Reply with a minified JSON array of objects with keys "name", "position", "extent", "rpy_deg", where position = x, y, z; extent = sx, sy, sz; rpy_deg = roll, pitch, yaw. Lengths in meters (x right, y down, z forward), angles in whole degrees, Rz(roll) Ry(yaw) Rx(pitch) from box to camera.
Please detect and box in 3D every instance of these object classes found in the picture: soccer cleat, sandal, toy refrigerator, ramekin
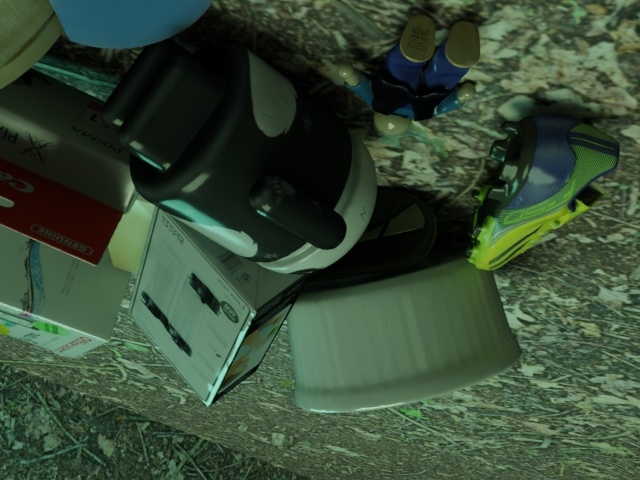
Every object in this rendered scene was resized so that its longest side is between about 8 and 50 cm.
[{"name":"soccer cleat","position":[0.216,-0.033,1.029],"extent":[0.121,0.093,0.289],"rpy_deg":[7,159,0]},{"name":"sandal","position":[0.001,0.001,1.230],"extent":[0.303,0.120,0.086],"rpy_deg":[3,170,27]},{"name":"toy refrigerator","position":[-0.216,-0.046,1.260],"extent":[0.094,0.102,0.269],"rpy_deg":[15,159,0]},{"name":"ramekin","position":[0.089,0.099,1.224],"extent":[0.277,0.135,0.277],"rpy_deg":[-13,-176,1]}]

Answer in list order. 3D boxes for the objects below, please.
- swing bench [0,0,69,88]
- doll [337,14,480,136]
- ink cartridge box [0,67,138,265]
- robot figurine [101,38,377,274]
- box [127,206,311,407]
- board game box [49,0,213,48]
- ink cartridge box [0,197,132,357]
[{"name":"swing bench","position":[-0.362,-0.235,0.798],"extent":[0.254,0.165,0.253],"rpy_deg":[6,157,21]},{"name":"doll","position":[0.078,-0.140,0.908],"extent":[0.129,0.046,0.189],"rpy_deg":[7,166,-6]},{"name":"ink cartridge box","position":[-0.303,-0.103,0.993],"extent":[0.275,0.239,0.060],"rpy_deg":[24,112,-9]},{"name":"robot figurine","position":[-0.071,-0.076,0.988],"extent":[0.173,0.209,0.278],"rpy_deg":[-25,139,35]},{"name":"box","position":[-0.129,0.062,1.203],"extent":[0.169,0.087,0.290],"rpy_deg":[47,148,13]},{"name":"board game box","position":[-0.162,-0.229,0.838],"extent":[0.133,0.033,0.169],"rpy_deg":[-16,148,0]},{"name":"ink cartridge box","position":[-0.410,0.019,1.414],"extent":[0.270,0.197,0.198],"rpy_deg":[23,158,-21]}]
